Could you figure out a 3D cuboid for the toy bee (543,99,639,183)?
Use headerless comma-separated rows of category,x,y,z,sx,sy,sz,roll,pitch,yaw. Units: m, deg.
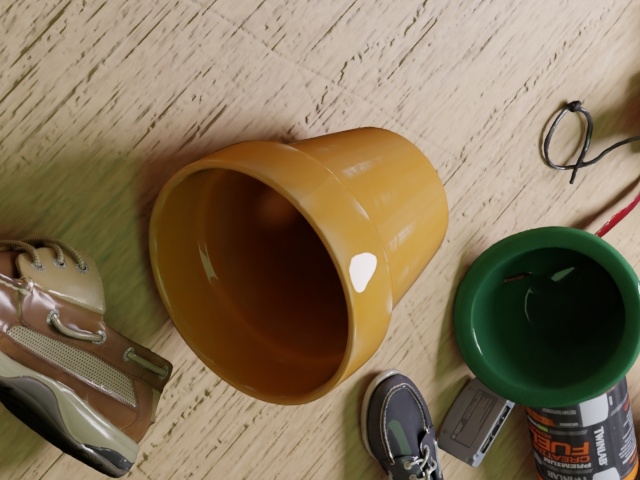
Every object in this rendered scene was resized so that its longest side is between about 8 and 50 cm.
toy bee,0.391,-0.103,1.568,0.298,0.162,0.195,-41,129,-19

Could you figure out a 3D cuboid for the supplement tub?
supplement tub,0.264,0.196,1.618,0.106,0.106,0.198,-31,123,-26

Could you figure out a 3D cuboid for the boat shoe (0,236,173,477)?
boat shoe,-0.220,0.053,1.179,0.120,0.123,0.324,-55,139,-15

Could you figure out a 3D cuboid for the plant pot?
plant pot,0.000,0.000,1.286,0.188,0.205,0.205,-32,126,-44

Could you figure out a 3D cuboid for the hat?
hat,0.246,0.055,1.581,0.183,0.209,0.173,-32,102,-74

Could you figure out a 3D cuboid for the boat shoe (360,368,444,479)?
boat shoe,0.094,0.212,1.515,0.075,0.065,0.206,-31,123,-26

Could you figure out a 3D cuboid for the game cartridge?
game cartridge,0.149,0.173,1.549,0.083,0.056,0.017,-58,139,-7
